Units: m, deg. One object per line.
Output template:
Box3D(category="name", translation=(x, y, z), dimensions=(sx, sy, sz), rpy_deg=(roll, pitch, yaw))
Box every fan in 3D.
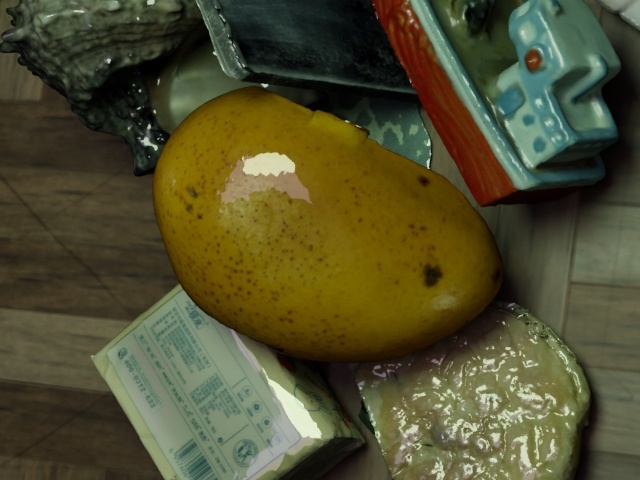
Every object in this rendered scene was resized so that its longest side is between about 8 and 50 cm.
Box3D(category="fan", translation=(0.033, -0.054, 1.527), dimensions=(0.131, 0.009, 0.240), rpy_deg=(0, 79, 23))

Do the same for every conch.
Box3D(category="conch", translation=(-0.126, -0.177, 1.491), dimensions=(0.313, 0.240, 0.186), rpy_deg=(27, 58, -8))

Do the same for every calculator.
Box3D(category="calculator", translation=(-0.007, -0.188, 1.443), dimensions=(0.021, 0.262, 0.161), rpy_deg=(-36, 66, 33))

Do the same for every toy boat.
Box3D(category="toy boat", translation=(0.134, -0.194, 1.423), dimensions=(0.133, 0.145, 0.332), rpy_deg=(-38, 70, 38))

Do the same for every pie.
Box3D(category="pie", translation=(0.125, 0.139, 1.422), dimensions=(0.185, 0.052, 0.218), rpy_deg=(-29, 66, 18))

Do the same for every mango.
Box3D(category="mango", translation=(0.000, 0.000, 1.401), dimensions=(0.290, 0.160, 0.191), rpy_deg=(21, 92, 9))

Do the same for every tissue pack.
Box3D(category="tissue pack", translation=(-0.079, 0.132, 1.491), dimensions=(0.148, 0.092, 0.196), rpy_deg=(-39, 68, 11))

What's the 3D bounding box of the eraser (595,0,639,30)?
Box3D(category="eraser", translation=(0.360, -0.235, 1.395), dimensions=(0.204, 0.059, 0.243), rpy_deg=(42, 100, 25))
